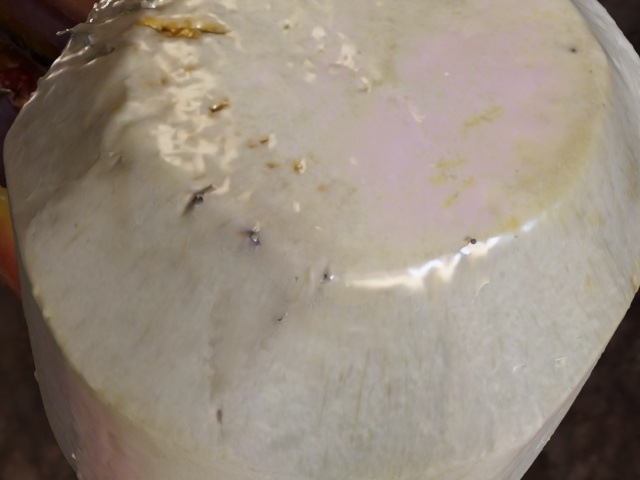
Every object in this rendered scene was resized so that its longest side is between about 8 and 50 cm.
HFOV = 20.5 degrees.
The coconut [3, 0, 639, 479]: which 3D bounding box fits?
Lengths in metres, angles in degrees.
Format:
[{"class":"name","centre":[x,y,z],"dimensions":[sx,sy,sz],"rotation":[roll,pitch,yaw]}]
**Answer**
[{"class":"coconut","centre":[-0.001,0.003,0.611],"dimensions":[0.241,0.241,0.241],"rotation":[42,-40,50]}]

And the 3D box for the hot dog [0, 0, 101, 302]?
[{"class":"hot dog","centre":[-0.048,-0.057,0.858],"dimensions":[0.223,0.405,0.185],"rotation":[-79,-168,-46]}]
